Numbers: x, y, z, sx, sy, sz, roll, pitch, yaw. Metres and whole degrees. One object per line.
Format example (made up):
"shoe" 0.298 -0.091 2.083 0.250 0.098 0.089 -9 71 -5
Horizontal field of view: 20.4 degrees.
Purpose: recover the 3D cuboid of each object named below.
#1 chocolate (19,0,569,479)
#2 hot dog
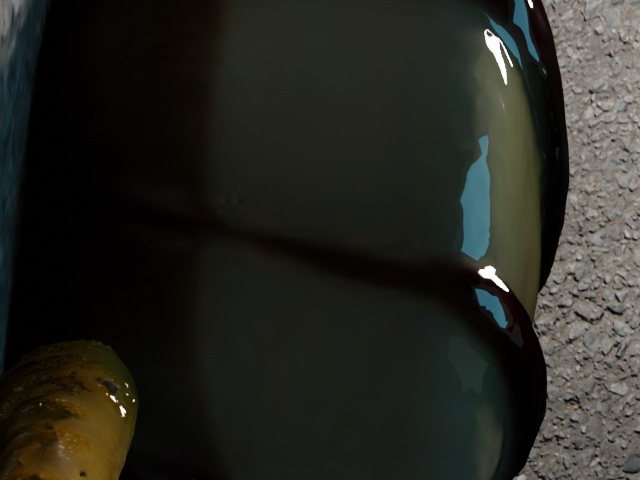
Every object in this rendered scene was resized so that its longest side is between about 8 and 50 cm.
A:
"chocolate" 0.000 0.000 0.673 0.283 0.186 0.283 7 90 -90
"hot dog" -0.081 0.077 0.422 0.066 0.047 0.215 -45 -166 20
